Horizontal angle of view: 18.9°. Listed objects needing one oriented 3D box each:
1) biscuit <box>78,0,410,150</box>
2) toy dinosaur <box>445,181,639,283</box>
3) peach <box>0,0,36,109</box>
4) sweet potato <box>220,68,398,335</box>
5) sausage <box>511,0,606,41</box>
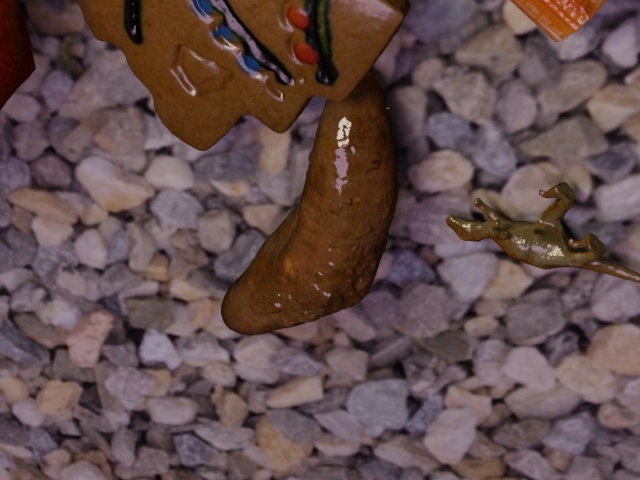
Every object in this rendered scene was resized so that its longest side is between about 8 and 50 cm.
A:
[{"bbox_3d":[-0.068,-0.185,1.508,0.302,0.043,0.278,2,128,34],"label":"biscuit"},{"bbox_3d":[0.196,0.012,1.616,0.162,0.039,0.126,39,146,-21],"label":"toy dinosaur"},{"bbox_3d":[-0.407,-0.191,1.513,0.373,0.290,0.372,-12,125,-17],"label":"peach"},{"bbox_3d":[0.003,0.001,1.656,0.114,0.092,0.341,45,139,14],"label":"sweet potato"},{"bbox_3d":[0.110,-0.243,1.381,0.234,0.071,0.071,41,135,-15],"label":"sausage"}]
